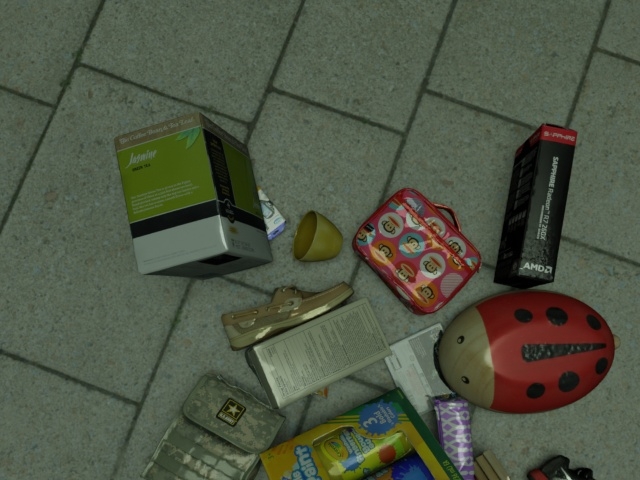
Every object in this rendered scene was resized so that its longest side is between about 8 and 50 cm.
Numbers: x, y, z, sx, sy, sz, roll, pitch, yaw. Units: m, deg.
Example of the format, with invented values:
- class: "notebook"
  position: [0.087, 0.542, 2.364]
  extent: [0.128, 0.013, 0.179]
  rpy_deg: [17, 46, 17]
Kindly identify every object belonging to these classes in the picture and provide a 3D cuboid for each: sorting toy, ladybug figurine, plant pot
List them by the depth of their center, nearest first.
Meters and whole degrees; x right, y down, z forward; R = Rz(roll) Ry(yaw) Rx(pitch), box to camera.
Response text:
- class: "ladybug figurine"
  position: [0.517, 0.266, 1.552]
  extent: [0.449, 0.162, 0.305]
  rpy_deg: [-9, 81, -4]
- class: "sorting toy"
  position: [-0.015, 0.354, 1.627]
  extent: [0.083, 0.045, 0.075]
  rpy_deg: [13, 63, 3]
- class: "plant pot"
  position: [0.000, 0.000, 1.639]
  extent: [0.095, 0.134, 0.134]
  rpy_deg: [19, 82, -24]

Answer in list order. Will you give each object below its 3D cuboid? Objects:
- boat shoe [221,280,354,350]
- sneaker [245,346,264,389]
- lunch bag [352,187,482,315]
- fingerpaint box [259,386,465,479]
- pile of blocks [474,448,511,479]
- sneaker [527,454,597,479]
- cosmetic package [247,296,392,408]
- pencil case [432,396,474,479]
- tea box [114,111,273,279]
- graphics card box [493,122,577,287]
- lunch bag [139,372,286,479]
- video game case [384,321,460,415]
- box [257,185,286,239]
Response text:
- class: "boat shoe"
  position: [-0.084, 0.166, 1.609]
  extent: [0.341, 0.121, 0.110]
  rpy_deg: [-23, 83, -1]
- class: "sneaker"
  position: [-0.133, 0.337, 1.608]
  extent: [0.065, 0.076, 0.166]
  rpy_deg: [-37, 83, -5]
- class: "lunch bag"
  position: [0.255, 0.018, 1.632]
  extent: [0.258, 0.120, 0.293]
  rpy_deg: [-44, 85, -9]
- class: "fingerpaint box"
  position: [0.121, 0.582, 1.369]
  extent: [0.371, 0.163, 0.445]
  rpy_deg: [-22, 38, -11]
- class: "pile of blocks"
  position: [0.448, 0.677, 1.512]
  extent: [0.112, 0.149, 0.362]
  rpy_deg: [-31, 83, -4]
- class: "sneaker"
  position: [0.638, 0.629, 1.540]
  extent: [0.276, 0.097, 0.135]
  rpy_deg: [44, 87, 8]
- class: "cosmetic package"
  position: [-0.002, 0.272, 1.558]
  extent: [0.309, 0.113, 0.160]
  rpy_deg: [-21, 81, -17]
- class: "pencil case"
  position: [0.317, 0.477, 1.528]
  extent: [0.088, 0.086, 0.206]
  rpy_deg: [4, 73, -28]
- class: "tea box"
  position: [-0.289, -0.088, 1.530]
  extent: [0.219, 0.329, 0.324]
  rpy_deg: [-14, 81, 11]
- class: "graphics card box"
  position: [0.524, -0.073, 1.577]
  extent: [0.094, 0.233, 0.371]
  rpy_deg: [13, 81, 2]
- class: "lunch bag"
  position: [-0.247, 0.490, 1.546]
  extent: [0.235, 0.169, 0.287]
  rpy_deg: [27, 76, 8]
- class: "video game case"
  position: [0.268, 0.330, 1.630]
  extent: [0.173, 0.022, 0.190]
  rpy_deg: [-24, 81, -2]
- class: "box"
  position: [-0.153, -0.067, 1.692]
  extent: [0.081, 0.028, 0.136]
  rpy_deg: [-38, 85, -4]
